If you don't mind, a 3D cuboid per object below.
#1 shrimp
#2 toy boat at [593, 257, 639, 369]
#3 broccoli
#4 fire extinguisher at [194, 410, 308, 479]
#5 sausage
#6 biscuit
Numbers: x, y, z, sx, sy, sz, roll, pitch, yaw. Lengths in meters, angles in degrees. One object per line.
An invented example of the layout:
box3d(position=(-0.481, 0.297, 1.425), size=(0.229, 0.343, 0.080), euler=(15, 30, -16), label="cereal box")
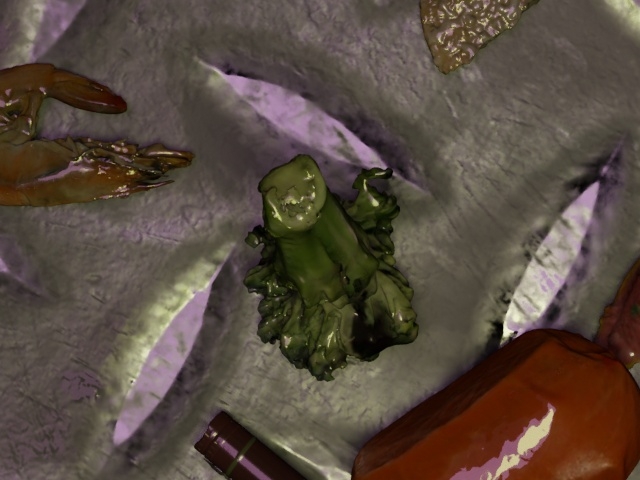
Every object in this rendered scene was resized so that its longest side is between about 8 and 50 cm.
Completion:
box3d(position=(-0.229, -0.093, 1.596), size=(0.236, 0.053, 0.133), euler=(1, 68, 7), label="shrimp")
box3d(position=(0.380, 0.022, 1.531), size=(0.318, 0.099, 0.141), euler=(-23, 60, 2), label="toy boat")
box3d(position=(-0.005, 0.005, 1.450), size=(0.145, 0.304, 0.165), euler=(-10, 71, 4), label="broccoli")
box3d(position=(-0.041, 0.220, 1.568), size=(0.157, 0.045, 0.078), euler=(38, 135, 9), label="fire extinguisher")
box3d(position=(0.149, 0.184, 1.505), size=(0.268, 0.153, 0.141), euler=(-35, 100, 4), label="sausage")
box3d(position=(0.175, -0.267, 1.578), size=(0.250, 0.032, 0.133), euler=(-35, 86, 3), label="biscuit")
